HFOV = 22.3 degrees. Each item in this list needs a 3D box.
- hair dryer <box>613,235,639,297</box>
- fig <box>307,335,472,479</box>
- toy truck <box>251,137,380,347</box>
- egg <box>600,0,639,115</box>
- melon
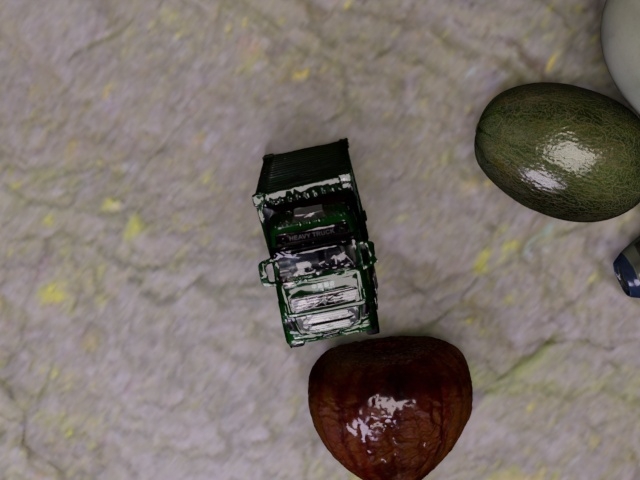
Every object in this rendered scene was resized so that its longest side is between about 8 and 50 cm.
[{"bbox_3d":[0.339,-0.038,1.381,0.167,0.067,0.199,-17,142,-16],"label":"hair dryer"},{"bbox_3d":[0.060,0.183,1.436,0.146,0.134,0.201,3,111,9],"label":"fig"},{"bbox_3d":[0.000,0.000,1.322,0.088,0.259,0.121,-13,102,3],"label":"toy truck"},{"bbox_3d":[0.325,-0.151,1.345,0.151,0.151,0.209,-43,107,9],"label":"egg"},{"bbox_3d":[0.213,-0.073,1.380,0.167,0.114,0.114,17,102,-4],"label":"melon"}]
